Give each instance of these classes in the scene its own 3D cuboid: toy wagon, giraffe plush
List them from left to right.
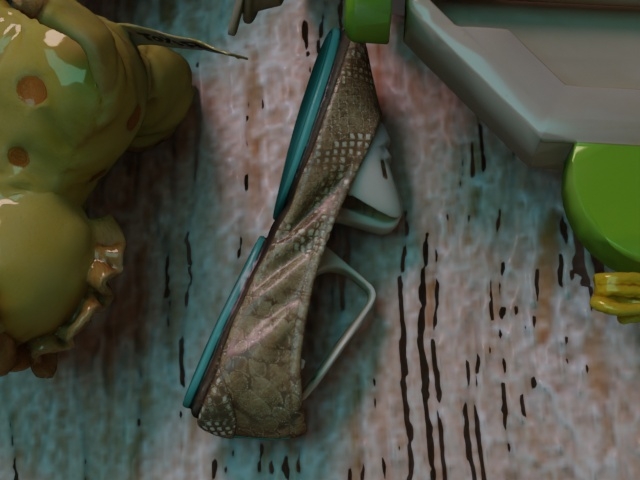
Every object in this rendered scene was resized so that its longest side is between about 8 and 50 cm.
[{"bbox_3d":[-0.143,-0.026,0.651,0.210,0.181,0.170,17,91,41],"label":"giraffe plush"},{"bbox_3d":[0.144,-0.123,0.597,0.267,0.068,0.344,3,75,1],"label":"toy wagon"}]

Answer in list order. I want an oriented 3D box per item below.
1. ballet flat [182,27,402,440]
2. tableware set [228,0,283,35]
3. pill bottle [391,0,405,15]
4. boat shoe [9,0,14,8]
[{"bbox_3d":[0.000,0.000,0.650,0.067,0.073,0.206,21,82,-4],"label":"ballet flat"},{"bbox_3d":[-0.009,-0.176,0.639,0.020,0.168,0.141,14,114,2],"label":"tableware set"},{"bbox_3d":[0.048,-0.176,0.681,0.067,0.067,0.120,1,73,20],"label":"pill bottle"},{"bbox_3d":[-0.237,-0.126,0.754,0.095,0.079,0.254,26,80,41],"label":"boat shoe"}]
